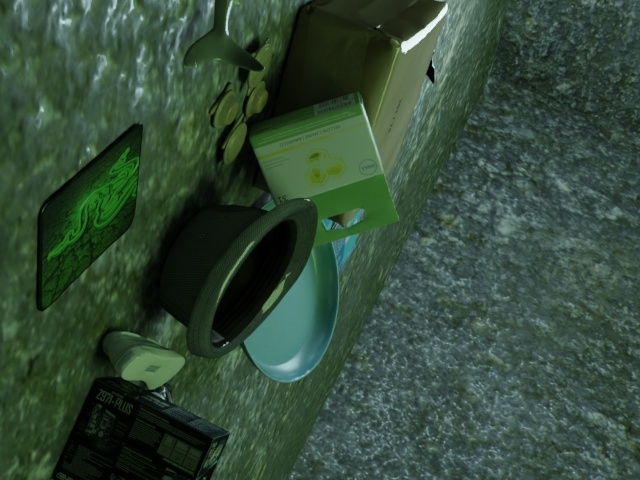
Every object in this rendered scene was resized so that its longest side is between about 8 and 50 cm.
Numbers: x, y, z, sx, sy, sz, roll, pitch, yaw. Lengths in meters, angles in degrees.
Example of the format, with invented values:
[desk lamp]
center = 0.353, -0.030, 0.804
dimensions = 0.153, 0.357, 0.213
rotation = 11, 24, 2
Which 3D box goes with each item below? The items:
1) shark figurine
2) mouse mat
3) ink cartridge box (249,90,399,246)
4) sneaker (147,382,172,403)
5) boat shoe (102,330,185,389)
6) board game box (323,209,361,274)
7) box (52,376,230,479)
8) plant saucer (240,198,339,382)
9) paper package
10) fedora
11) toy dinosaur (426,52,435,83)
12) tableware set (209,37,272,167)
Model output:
[shark figurine]
center = -0.080, -0.324, 1.101
dimensions = 0.278, 0.166, 0.116
rotation = -51, 147, 15
[mouse mat]
center = -0.245, -0.027, 1.098
dimensions = 0.190, 0.007, 0.153
rotation = -55, 164, -47
[ink cartridge box]
center = 0.011, -0.088, 1.517
dimensions = 0.056, 0.171, 0.235
rotation = -96, 168, -59
[sneaker]
center = -0.254, 0.288, 1.560
dimensions = 0.077, 0.072, 0.178
rotation = -68, -178, -58
[boat shoe]
center = -0.239, 0.155, 1.361
dimensions = 0.066, 0.063, 0.184
rotation = -44, 163, 6
[board game box]
center = 0.000, 0.000, 2.109
dimensions = 0.254, 0.079, 0.336
rotation = -59, 167, -32
[box]
center = -0.234, 0.283, 1.340
dimensions = 0.147, 0.180, 0.077
rotation = -67, 168, 0
[plant saucer]
center = -0.066, 0.083, 1.747
dimensions = 0.317, 0.043, 0.318
rotation = 6, 83, -58
[paper package]
center = 0.055, -0.234, 1.653
dimensions = 0.309, 0.168, 0.325
rotation = -47, 158, -58
[fedora]
center = -0.131, 0.033, 1.442
dimensions = 0.275, 0.124, 0.244
rotation = -48, 159, -32
[toy dinosaur]
center = 0.131, -0.382, 1.877
dimensions = 0.218, 0.164, 0.322
rotation = -76, 166, -65
[tableware set]
center = -0.105, -0.185, 1.389
dimensions = 0.141, 0.020, 0.169
rotation = -60, 169, -25
